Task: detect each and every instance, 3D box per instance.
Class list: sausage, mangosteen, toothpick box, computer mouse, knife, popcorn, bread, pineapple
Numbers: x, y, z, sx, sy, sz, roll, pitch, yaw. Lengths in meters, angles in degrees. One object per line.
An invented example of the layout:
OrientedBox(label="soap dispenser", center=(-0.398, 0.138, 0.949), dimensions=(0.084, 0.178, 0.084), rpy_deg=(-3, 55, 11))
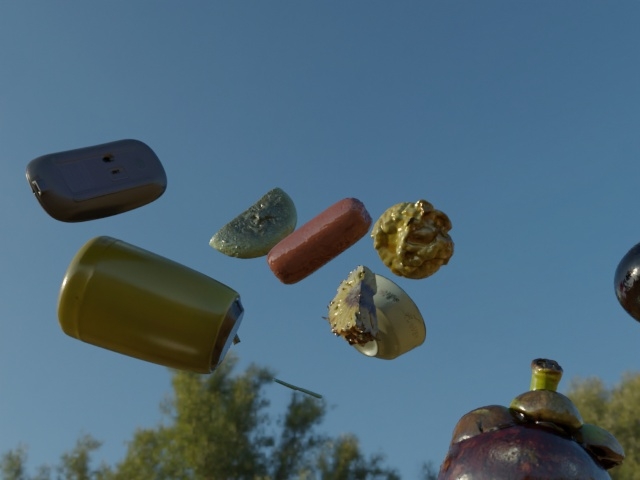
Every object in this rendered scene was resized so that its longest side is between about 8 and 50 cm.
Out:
OrientedBox(label="sausage", center=(0.000, 0.000, 1.099), dimensions=(0.154, 0.062, 0.062), rpy_deg=(-35, -42, 9))
OrientedBox(label="mangosteen", center=(0.175, 0.202, 0.707), dimensions=(0.156, 0.181, 0.146), rpy_deg=(27, -51, -22))
OrientedBox(label="toothpick box", center=(-0.264, 0.111, 1.305), dimensions=(0.272, 0.175, 0.175), rpy_deg=(19, -36, 6))
OrientedBox(label="computer mouse", center=(-0.345, -0.095, 1.268), dimensions=(0.232, 0.120, 0.057), rpy_deg=(-23, -12, -46))
OrientedBox(label="knife", center=(-0.031, 0.203, 1.113), dimensions=(0.014, 0.005, 0.091), rpy_deg=(-6, -27, 45))
OrientedBox(label="popcorn", center=(0.200, -0.003, 1.736), dimensions=(0.180, 0.179, 0.170), rpy_deg=(-9, -5, 4))
OrientedBox(label="mangosteen", center=(0.714, 0.089, 1.643), dimensions=(0.216, 0.216, 0.216), rpy_deg=(-4, -35, -3))
OrientedBox(label="bread", center=(-0.114, -0.025, 1.605), dimensions=(0.193, 0.112, 0.036), rpy_deg=(-40, -30, -23))
OrientedBox(label="pineapple", center=(0.072, 0.172, 1.907), dimensions=(0.079, 0.233, 0.135), rpy_deg=(40, -60, -23))

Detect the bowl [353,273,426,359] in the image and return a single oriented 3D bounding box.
OrientedBox(label="bowl", center=(0.142, 0.212, 2.083), dimensions=(0.126, 0.238, 0.237), rpy_deg=(-36, -22, -30))

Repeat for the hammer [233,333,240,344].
OrientedBox(label="hammer", center=(-0.239, 0.255, 2.026), dimensions=(0.019, 0.035, 0.110), rpy_deg=(-22, -8, -45))
